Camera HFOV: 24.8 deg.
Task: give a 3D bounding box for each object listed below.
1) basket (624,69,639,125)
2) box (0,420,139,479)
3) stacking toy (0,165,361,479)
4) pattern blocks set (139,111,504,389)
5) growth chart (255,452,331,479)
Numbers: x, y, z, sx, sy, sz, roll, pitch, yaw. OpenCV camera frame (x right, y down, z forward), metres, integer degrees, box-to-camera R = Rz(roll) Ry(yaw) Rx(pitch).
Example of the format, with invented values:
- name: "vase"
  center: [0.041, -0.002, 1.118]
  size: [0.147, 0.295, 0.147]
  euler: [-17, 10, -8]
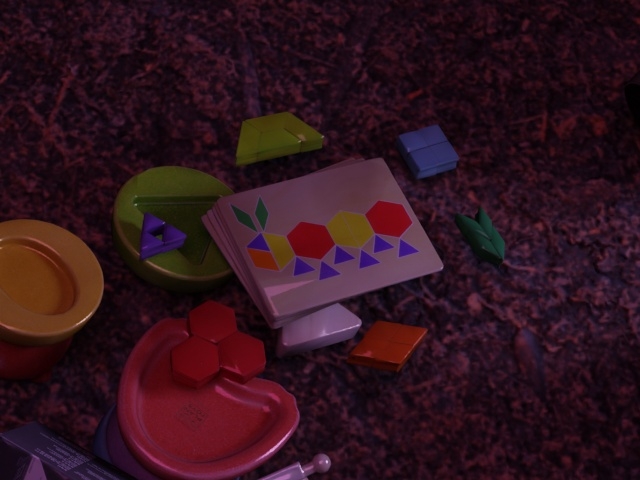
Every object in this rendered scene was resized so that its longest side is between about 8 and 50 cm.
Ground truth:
- name: "basket"
  center: [0.406, -0.169, 1.342]
  size: [0.227, 0.204, 0.154]
  euler: [-41, 67, -3]
- name: "box"
  center: [-0.162, 0.322, 1.147]
  size: [0.307, 0.076, 0.242]
  euler: [29, 99, 11]
- name: "stacking toy"
  center: [-0.146, 0.093, 1.302]
  size: [0.309, 0.130, 0.279]
  euler: [43, 49, 13]
- name: "pattern blocks set"
  center: [0.000, 0.000, 1.304]
  size: [0.325, 0.026, 0.285]
  euler: [-8, 56, -16]
- name: "growth chart"
  center: [-0.030, 0.307, 1.195]
  size: [0.172, 0.021, 0.237]
  euler: [-15, 89, -8]
